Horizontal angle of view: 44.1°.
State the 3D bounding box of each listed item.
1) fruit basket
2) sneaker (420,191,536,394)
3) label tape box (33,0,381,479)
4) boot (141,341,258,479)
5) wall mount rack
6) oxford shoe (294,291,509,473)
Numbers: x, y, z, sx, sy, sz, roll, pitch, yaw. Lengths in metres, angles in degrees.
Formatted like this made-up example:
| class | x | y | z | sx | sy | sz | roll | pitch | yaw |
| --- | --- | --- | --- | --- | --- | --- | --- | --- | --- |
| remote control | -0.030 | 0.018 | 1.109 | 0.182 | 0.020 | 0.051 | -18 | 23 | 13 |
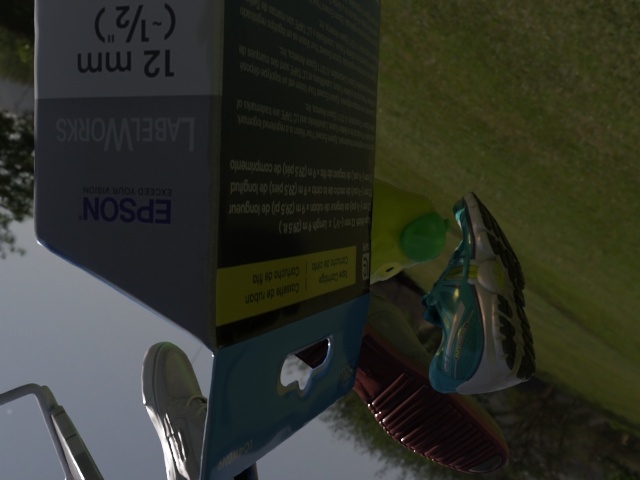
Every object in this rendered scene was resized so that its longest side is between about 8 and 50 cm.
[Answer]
| class | x | y | z | sx | sy | sz | roll | pitch | yaw |
| --- | --- | --- | --- | --- | --- | --- | --- | --- | --- |
| fruit basket | 0.000 | 0.000 | 1.265 | 0.392 | 0.283 | 0.392 | 30 | 179 | 0 |
| sneaker | 0.161 | 0.049 | 0.877 | 0.107 | 0.110 | 0.275 | 50 | -149 | -31 |
| label tape box | -0.050 | -0.063 | 0.473 | 0.115 | 0.347 | 0.249 | 5 | -175 | 20 |
| boot | -0.148 | 0.240 | 1.034 | 0.095 | 0.123 | 0.258 | 8 | -122 | -56 |
| wall mount rack | -0.313 | 0.348 | 0.937 | 0.350 | 0.131 | 0.304 | 39 | 142 | 47 |
| oxford shoe | 0.106 | 0.151 | 0.990 | 0.348 | 0.123 | 0.130 | 42 | -141 | -5 |
